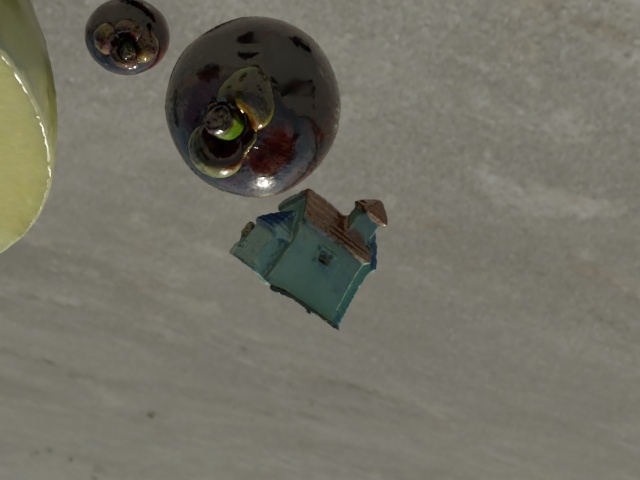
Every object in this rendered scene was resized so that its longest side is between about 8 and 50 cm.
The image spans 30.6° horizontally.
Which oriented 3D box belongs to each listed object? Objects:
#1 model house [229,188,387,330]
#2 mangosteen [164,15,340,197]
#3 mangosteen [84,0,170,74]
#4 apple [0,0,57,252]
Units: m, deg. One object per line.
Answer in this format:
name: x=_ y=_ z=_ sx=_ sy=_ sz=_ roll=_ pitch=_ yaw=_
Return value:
model house: x=0.000 y=0.000 z=1.284 sx=0.148 sy=0.148 sz=0.119 roll=38 pitch=179 yaw=-27
mangosteen: x=-0.079 y=-0.162 z=1.377 sx=0.216 sy=0.216 sz=0.216 roll=20 pitch=158 yaw=8
mangosteen: x=-0.294 y=-0.307 z=1.782 sx=0.140 sy=0.140 sz=0.140 roll=20 pitch=158 yaw=8
apple: x=-0.357 y=-0.121 z=0.783 sx=0.320 sy=0.312 sz=0.360 roll=54 pitch=160 yaw=19
